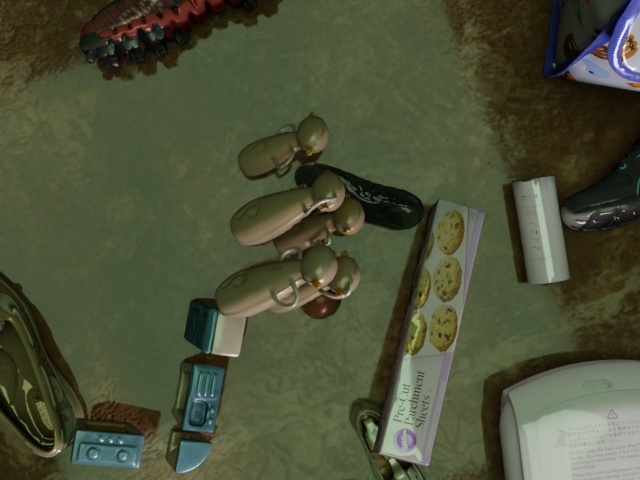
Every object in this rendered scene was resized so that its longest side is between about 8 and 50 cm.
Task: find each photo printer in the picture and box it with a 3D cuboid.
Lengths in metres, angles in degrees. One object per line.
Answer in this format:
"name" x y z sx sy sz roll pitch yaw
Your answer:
"photo printer" 0.358 0.305 1.219 0.256 0.107 0.308 -7 89 -3

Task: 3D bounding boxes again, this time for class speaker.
"speaker" 0.282 -0.012 1.245 0.055 0.055 0.136 -9 89 -3

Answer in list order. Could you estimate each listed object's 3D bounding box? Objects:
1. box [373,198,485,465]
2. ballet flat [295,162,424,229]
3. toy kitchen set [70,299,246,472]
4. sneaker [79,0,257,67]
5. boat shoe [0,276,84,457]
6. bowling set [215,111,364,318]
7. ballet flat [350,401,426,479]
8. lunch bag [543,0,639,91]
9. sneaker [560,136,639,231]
"box" 0.135 0.111 1.206 0.067 0.063 0.324 16 78 -1
"ballet flat" 0.049 -0.057 1.248 0.173 0.049 0.058 21 116 2
"toy kitchen set" -0.198 0.171 1.164 0.166 0.122 0.207 10 88 -20
"sneaker" -0.184 -0.317 1.206 0.276 0.097 0.135 -29 91 -5
"boat shoe" -0.390 0.137 1.192 0.104 0.089 0.285 -38 91 -3
"bowling set" 0.000 0.000 1.174 0.154 0.200 0.287 -21 47 28
"ballet flat" 0.088 0.282 1.233 0.057 0.052 0.168 -33 91 -3
"lunch bag" 0.460 -0.276 1.094 0.327 0.385 0.239 6 89 -4
"sneaker" 0.422 -0.088 1.246 0.267 0.101 0.106 -18 76 -9
